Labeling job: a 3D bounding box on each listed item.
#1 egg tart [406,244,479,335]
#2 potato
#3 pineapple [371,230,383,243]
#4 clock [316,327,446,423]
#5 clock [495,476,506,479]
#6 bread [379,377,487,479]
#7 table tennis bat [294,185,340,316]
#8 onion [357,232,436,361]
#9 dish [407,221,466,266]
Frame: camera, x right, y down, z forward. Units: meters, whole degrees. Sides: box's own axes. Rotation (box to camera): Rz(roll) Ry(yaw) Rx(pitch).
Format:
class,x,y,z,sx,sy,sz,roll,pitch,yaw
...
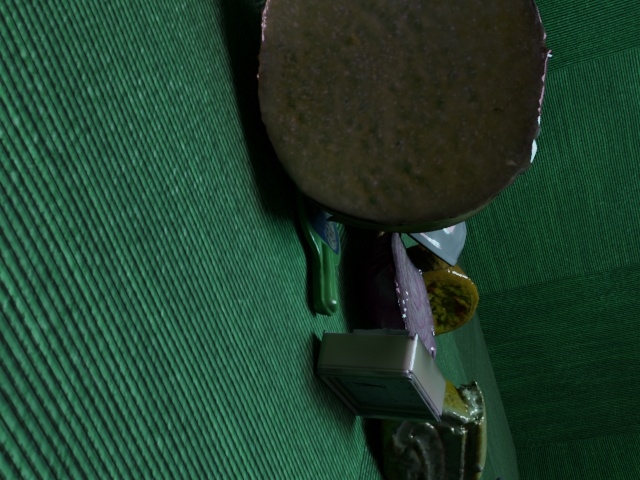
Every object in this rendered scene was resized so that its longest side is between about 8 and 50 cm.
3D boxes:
class,x,y,z,sx,sy,sz,roll,pitch,yaw
egg tart,0.235,0.099,1.484,0.147,0.203,0.202,-99,166,-49
potato,0.110,-0.228,1.011,0.319,0.385,0.442,42,42,-88
pineapple,0.127,-0.014,1.505,0.045,0.019,0.083,52,30,-43
clock,0.092,0.201,0.986,0.192,0.147,0.071,57,39,-50
clock,0.329,0.635,1.394,0.253,0.083,0.186,-67,169,12
bread,0.197,0.352,1.156,0.124,0.186,0.257,-81,161,-61
table tennis bat,0.000,0.000,1.047,0.160,0.039,0.257,51,27,-50
onion,0.131,0.123,1.238,0.250,0.111,0.247,55,27,-50
dish,0.194,-0.078,1.359,0.303,0.120,0.303,38,8,-6
